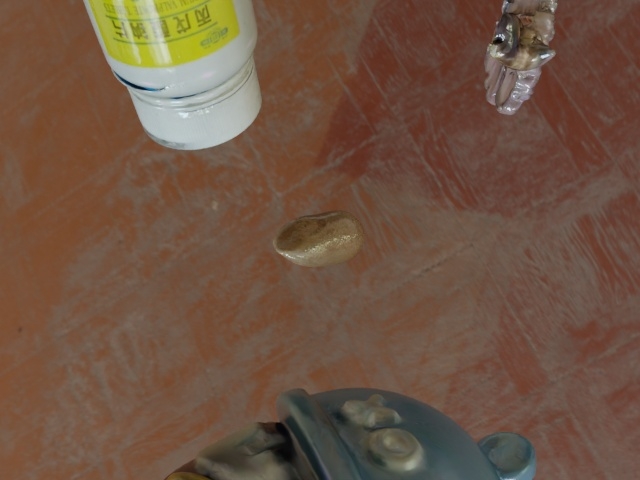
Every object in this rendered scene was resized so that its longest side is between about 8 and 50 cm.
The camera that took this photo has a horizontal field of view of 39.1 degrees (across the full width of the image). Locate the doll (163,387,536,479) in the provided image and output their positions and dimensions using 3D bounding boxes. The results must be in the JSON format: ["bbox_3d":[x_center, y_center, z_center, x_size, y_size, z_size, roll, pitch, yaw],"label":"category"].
[{"bbox_3d":[-0.028,0.163,0.458,0.314,0.141,0.177,-18,31,-15],"label":"doll"}]

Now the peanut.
[{"bbox_3d":[0.000,0.000,1.249,0.076,0.152,0.076,14,108,48],"label":"peanut"}]

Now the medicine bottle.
[{"bbox_3d":[-0.132,-0.213,0.780,0.143,0.258,0.143,-5,50,5],"label":"medicine bottle"}]

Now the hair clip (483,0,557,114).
[{"bbox_3d":[0.230,-0.227,1.037,0.069,0.300,0.173,19,107,6],"label":"hair clip"}]
